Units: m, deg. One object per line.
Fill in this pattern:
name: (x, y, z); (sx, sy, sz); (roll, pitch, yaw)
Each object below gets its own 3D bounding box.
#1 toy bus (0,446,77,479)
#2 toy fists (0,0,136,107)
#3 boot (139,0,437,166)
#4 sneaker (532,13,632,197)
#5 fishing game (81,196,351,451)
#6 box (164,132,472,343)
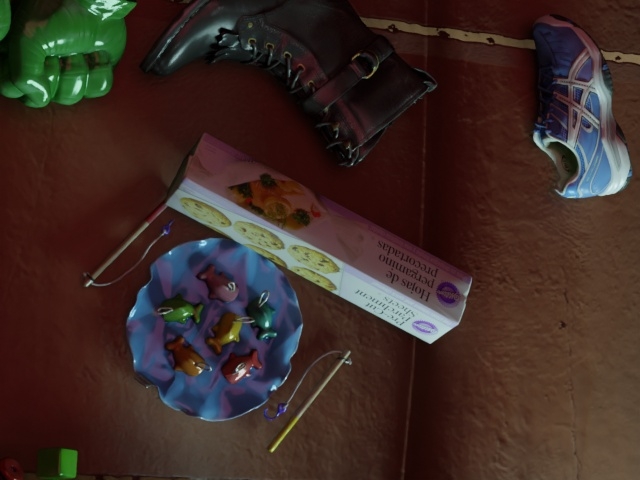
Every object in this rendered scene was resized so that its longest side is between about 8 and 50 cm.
toy bus: (-0.312, 0.262, 1.198); (0.202, 0.104, 0.191); (8, 80, 28)
toy fists: (-0.299, -0.203, 1.261); (0.279, 0.096, 0.142); (14, 114, -46)
boot: (-0.027, -0.172, 1.395); (0.263, 0.091, 0.229); (-35, 94, -19)
sneaker: (0.273, -0.146, 1.489); (0.081, 0.080, 0.211); (-19, 88, -21)
fishing game: (-0.106, 0.087, 1.370); (0.264, 0.041, 0.189); (47, 71, -7)
box: (0.000, 0.000, 1.391); (0.324, 0.067, 0.063); (29, 58, -13)
